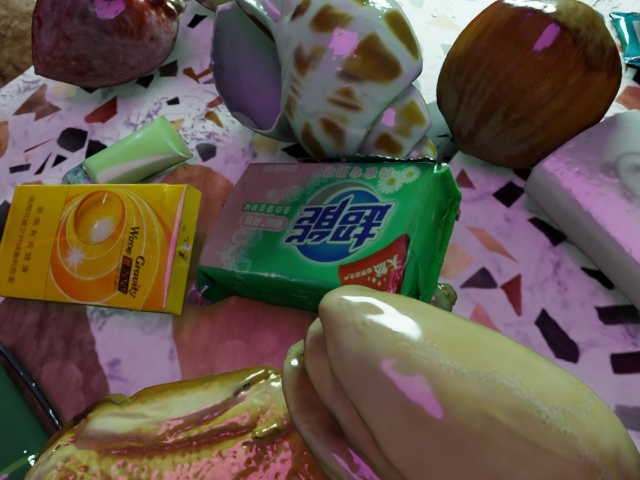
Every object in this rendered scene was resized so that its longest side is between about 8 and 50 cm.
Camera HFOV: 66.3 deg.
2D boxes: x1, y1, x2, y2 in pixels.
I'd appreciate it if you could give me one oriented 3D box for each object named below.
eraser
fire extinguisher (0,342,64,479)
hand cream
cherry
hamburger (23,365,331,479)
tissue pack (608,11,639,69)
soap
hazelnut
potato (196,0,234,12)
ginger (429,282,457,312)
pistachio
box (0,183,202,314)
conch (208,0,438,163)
[{"bbox_3d":[0.388,-0.014,0.553,0.173,0.095,0.270,-28,65,-11],"label":"eraser"},{"bbox_3d":[-0.378,0.188,0.539,0.294,0.093,0.118,40,58,23],"label":"fire extinguisher"},{"bbox_3d":[-0.279,-0.108,0.702,0.174,0.046,0.095,-33,66,-15],"label":"hand cream"},{"bbox_3d":[-0.334,-0.330,0.744,0.249,0.192,0.175,-42,28,-3],"label":"cherry"},{"bbox_3d":[-0.104,0.270,0.417,0.304,0.174,0.285,-9,60,2],"label":"hamburger"},{"bbox_3d":[0.477,-0.292,0.720,0.085,0.028,0.138,8,60,6],"label":"tissue pack"},{"bbox_3d":[0.001,0.001,0.546,0.273,0.098,0.218,7,66,34],"label":"soap"},{"bbox_3d":[0.254,-0.201,0.612,0.209,0.186,0.210,5,66,-10],"label":"hazelnut"},{"bbox_3d":[-0.097,-0.508,0.846,0.269,0.112,0.256,11,61,8],"label":"potato"},{"bbox_3d":[0.135,0.170,0.494,0.137,0.089,0.290,0,57,-18],"label":"ginger"},{"bbox_3d":[0.110,0.143,0.368,0.292,0.162,0.182,25,26,-2],"label":"pistachio"},{"bbox_3d":[-0.282,0.005,0.604,0.269,0.043,0.153,1,77,20],"label":"box"},{"bbox_3d":[0.011,-0.201,0.633,0.249,0.197,0.368,-40,58,22],"label":"conch"}]
